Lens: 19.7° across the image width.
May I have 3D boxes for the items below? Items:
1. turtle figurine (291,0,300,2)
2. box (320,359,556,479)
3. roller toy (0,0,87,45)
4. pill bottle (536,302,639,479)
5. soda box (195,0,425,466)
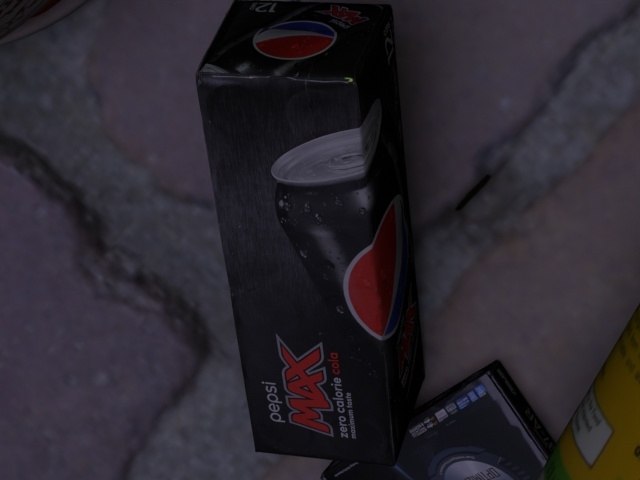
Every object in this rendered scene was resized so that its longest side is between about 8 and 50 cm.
[{"bbox_3d":[0.041,-0.178,0.612,0.175,0.118,0.234,5,97,15],"label":"turtle figurine"},{"bbox_3d":[0.052,0.096,0.712,0.083,0.018,0.067,-33,91,19],"label":"box"},{"bbox_3d":[-0.158,-0.154,0.651,0.209,0.146,0.191,11,105,13],"label":"roller toy"},{"bbox_3d":[0.182,0.022,0.596,0.136,0.136,0.245,30,108,8],"label":"pill bottle"},{"bbox_3d":[0.000,0.000,0.656,0.060,0.053,0.169,4,127,16],"label":"soda box"}]
